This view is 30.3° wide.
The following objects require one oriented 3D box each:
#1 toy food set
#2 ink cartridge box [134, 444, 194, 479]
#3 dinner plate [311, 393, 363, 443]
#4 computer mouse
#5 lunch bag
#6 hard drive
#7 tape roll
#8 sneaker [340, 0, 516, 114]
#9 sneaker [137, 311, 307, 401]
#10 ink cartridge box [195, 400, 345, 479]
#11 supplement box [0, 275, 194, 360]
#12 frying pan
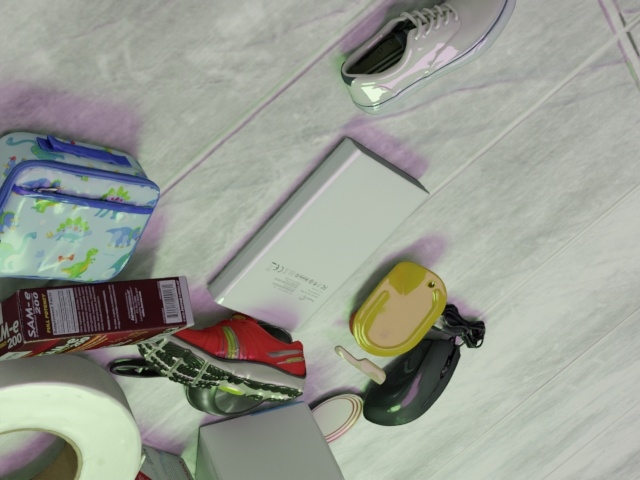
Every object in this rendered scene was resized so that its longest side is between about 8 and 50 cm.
[{"bbox_3d":[0.113,0.119,1.961,0.128,0.071,0.218,29,109,-25],"label":"toy food set"},{"bbox_3d":[-0.292,0.420,1.908,0.127,0.128,0.176,-44,141,11],"label":"ink cartridge box"},{"bbox_3d":[0.014,0.324,2.136,0.141,0.017,0.141,-21,142,-18],"label":"dinner plate"},{"bbox_3d":[0.187,0.245,2.128,0.272,0.072,0.188,-49,143,11],"label":"computer mouse"},{"bbox_3d":[-0.316,-0.038,1.435,0.219,0.090,0.176,11,120,-45],"label":"lunch bag"},{"bbox_3d":[0.000,0.000,1.757,0.307,0.040,0.203,-47,142,14],"label":"hard drive"},{"bbox_3d":[-0.449,0.320,1.695,0.392,0.072,0.392,-17,134,-18],"label":"tape roll"},{"bbox_3d":[0.141,-0.264,1.539,0.258,0.094,0.091,-39,147,5],"label":"sneaker"},{"bbox_3d":[-0.147,0.160,1.773,0.279,0.118,0.107,21,147,-26],"label":"sneaker"},{"bbox_3d":[-0.094,0.452,2.030,0.198,0.197,0.270,-12,138,-21],"label":"ink cartridge box"},{"bbox_3d":[-0.304,0.102,1.559,0.239,0.073,0.130,-3,167,-34],"label":"supplement box"},{"bbox_3d":[-0.155,0.192,1.843,0.197,0.053,0.326,-45,144,8],"label":"frying pan"}]
